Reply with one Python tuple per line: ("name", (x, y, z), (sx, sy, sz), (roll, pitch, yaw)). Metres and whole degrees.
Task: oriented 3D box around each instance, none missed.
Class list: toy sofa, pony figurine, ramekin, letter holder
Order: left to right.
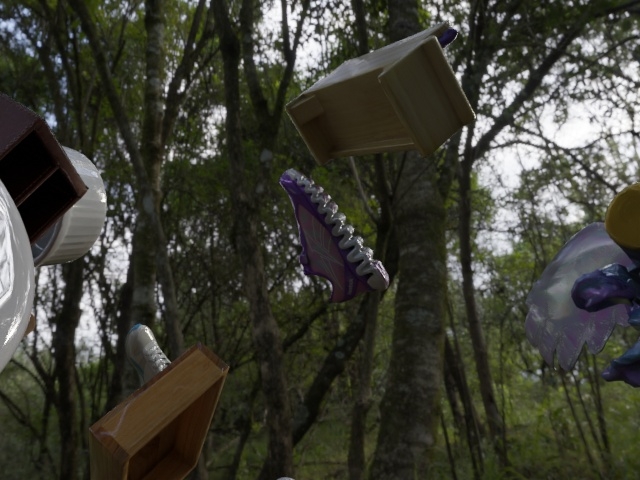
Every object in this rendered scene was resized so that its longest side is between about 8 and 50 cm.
("letter holder", (-0.478, -0.093, 0.614), (0.302, 0.214, 0.152), (30, -25, 11))
("ramekin", (-0.576, -0.075, 1.093), (0.277, 0.277, 0.135), (-19, -8, 21))
("toy sofa", (0.105, -0.247, 0.963), (0.150, 0.177, 0.363), (57, -22, -21))
("pony figurine", (0.338, 0.031, 0.452), (0.364, 0.303, 0.350), (7, -67, -51))

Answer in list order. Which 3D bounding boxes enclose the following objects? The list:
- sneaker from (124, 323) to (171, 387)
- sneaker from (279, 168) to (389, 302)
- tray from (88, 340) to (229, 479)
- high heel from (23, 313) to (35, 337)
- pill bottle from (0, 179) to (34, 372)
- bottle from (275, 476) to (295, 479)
("sneaker", (-0.403, 0.307, 1.310), (0.092, 0.087, 0.228), (-6, -71, 26))
("sneaker", (0.000, 0.000, 0.822), (0.105, 0.236, 0.095), (-36, -2, 12))
("tray", (-0.284, 0.357, 0.908), (0.203, 0.076, 0.410), (-39, -19, -43))
("high heel", (-0.554, 0.149, 0.789), (0.117, 0.082, 0.244), (2, 16, 12))
("pill bottle", (-0.405, 0.076, 0.321), (0.408, 0.228, 0.229), (-28, -34, 16))
("bottle", (-0.105, 0.274, 0.365), (0.283, 0.118, 0.092), (-24, -24, -48))
